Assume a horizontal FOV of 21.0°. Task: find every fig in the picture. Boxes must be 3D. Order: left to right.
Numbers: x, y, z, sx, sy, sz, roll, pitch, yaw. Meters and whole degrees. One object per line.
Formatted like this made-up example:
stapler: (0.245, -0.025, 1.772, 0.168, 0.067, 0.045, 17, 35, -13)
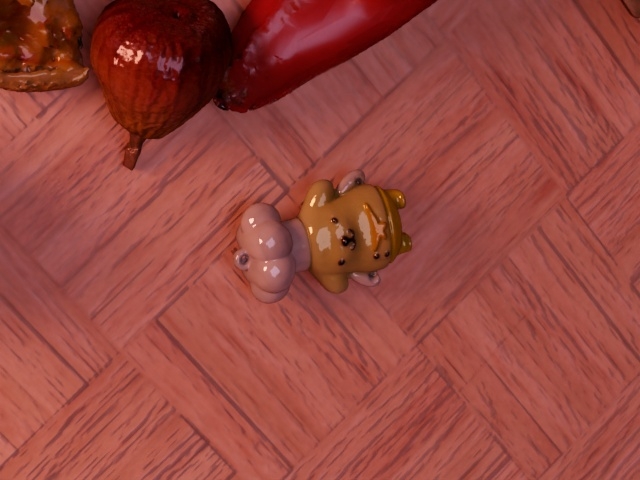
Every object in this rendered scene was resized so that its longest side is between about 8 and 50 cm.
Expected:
fig: (-0.129, -0.125, 1.382, 0.119, 0.119, 0.153, 1, 100, -24)

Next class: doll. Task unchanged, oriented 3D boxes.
doll: (0.000, 0.000, 1.495, 0.162, 0.062, 0.106, -14, 102, -19)

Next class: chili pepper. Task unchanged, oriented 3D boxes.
chili pepper: (0.063, -0.233, 1.452, 0.387, 0.110, 0.110, -35, 113, -10)

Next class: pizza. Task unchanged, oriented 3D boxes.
pizza: (-0.289, -0.219, 1.309, 0.305, 0.085, 0.161, 37, 84, -27)

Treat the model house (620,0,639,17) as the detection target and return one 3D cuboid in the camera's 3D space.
model house: (0.310, -0.286, 1.476, 0.169, 0.244, 0.326, -45, 150, -6)
